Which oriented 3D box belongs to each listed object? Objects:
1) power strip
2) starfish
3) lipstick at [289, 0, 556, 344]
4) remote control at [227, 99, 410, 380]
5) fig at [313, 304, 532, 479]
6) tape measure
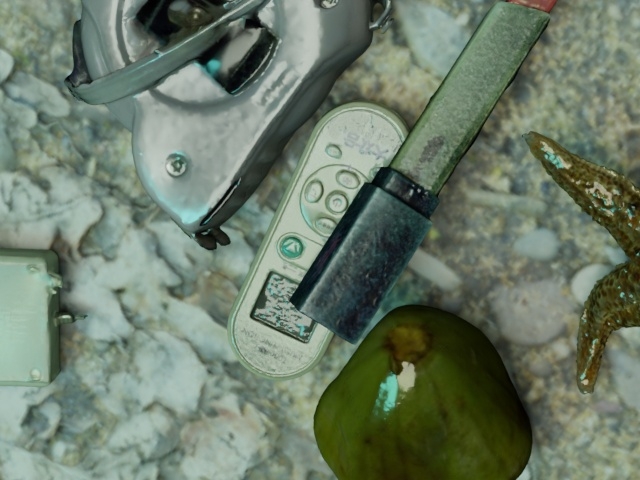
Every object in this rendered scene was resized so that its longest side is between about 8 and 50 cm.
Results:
[{"bbox_3d":[-0.363,0.056,1.173,0.367,0.043,0.106,2,100,3],"label":"power strip"},{"bbox_3d":[0.241,0.028,1.004,0.236,0.062,0.277,-31,88,50],"label":"starfish"},{"bbox_3d":[0.084,-0.074,1.049,0.051,0.051,0.312,32,90,-9],"label":"lipstick"},{"bbox_3d":[0.000,0.000,1.108,0.078,0.042,0.221,25,104,0],"label":"remote control"},{"bbox_3d":[0.067,0.116,1.063,0.144,0.154,0.165,-31,134,-21],"label":"fig"},{"bbox_3d":[-0.075,-0.145,1.063,0.197,0.120,0.236,40,102,7],"label":"tape measure"}]
